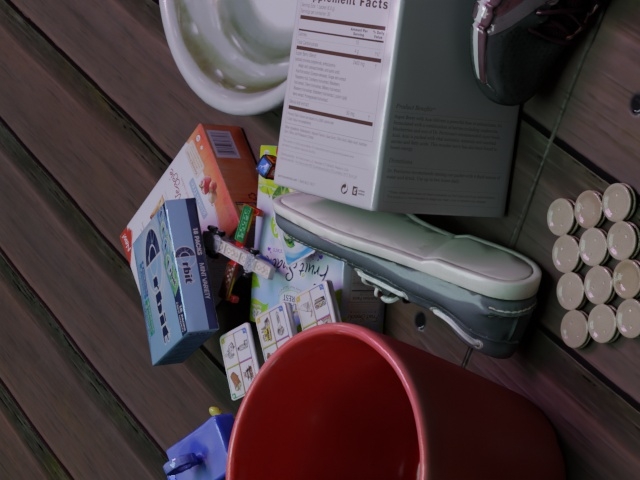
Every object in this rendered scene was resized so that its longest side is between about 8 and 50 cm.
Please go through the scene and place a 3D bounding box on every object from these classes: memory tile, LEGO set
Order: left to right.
[{"bbox_3d":[-0.052,0.035,1.962,0.182,0.060,0.244,-30,66,39],"label":"LEGO set"},{"bbox_3d":[0.263,0.024,1.667,0.113,0.012,0.148,-18,73,51],"label":"memory tile"}]

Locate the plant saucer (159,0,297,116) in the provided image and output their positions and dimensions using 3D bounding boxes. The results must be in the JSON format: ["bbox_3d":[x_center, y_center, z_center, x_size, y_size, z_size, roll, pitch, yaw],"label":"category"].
[{"bbox_3d":[-0.045,-0.339,2.022,0.400,0.100,0.401,-5,84,54],"label":"plant saucer"}]

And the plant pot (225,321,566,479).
[{"bbox_3d":[0.086,0.227,1.681,0.275,0.243,0.275,-12,73,46],"label":"plant pot"}]

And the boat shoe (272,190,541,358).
[{"bbox_3d":[0.076,0.030,1.798,0.319,0.116,0.099,21,119,32],"label":"boat shoe"}]

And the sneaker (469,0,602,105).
[{"bbox_3d":[0.243,-0.240,1.634,0.162,0.106,0.281,34,114,45],"label":"sneaker"}]

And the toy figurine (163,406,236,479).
[{"bbox_3d":[-0.058,0.248,1.915,0.362,0.217,0.191,-37,60,47],"label":"toy figurine"}]

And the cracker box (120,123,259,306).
[{"bbox_3d":[-0.153,-0.011,2.177,0.232,0.067,0.156,-51,50,39],"label":"cracker box"}]

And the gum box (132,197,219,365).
[{"bbox_3d":[-0.172,0.051,2.068,0.184,0.041,0.157,140,122,-66],"label":"gum box"}]

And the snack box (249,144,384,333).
[{"bbox_3d":[0.000,0.000,1.971,0.174,0.070,0.207,7,96,53],"label":"snack box"}]

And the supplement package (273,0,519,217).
[{"bbox_3d":[0.087,-0.182,1.775,0.175,0.177,0.293,17,102,53],"label":"supplement package"}]
